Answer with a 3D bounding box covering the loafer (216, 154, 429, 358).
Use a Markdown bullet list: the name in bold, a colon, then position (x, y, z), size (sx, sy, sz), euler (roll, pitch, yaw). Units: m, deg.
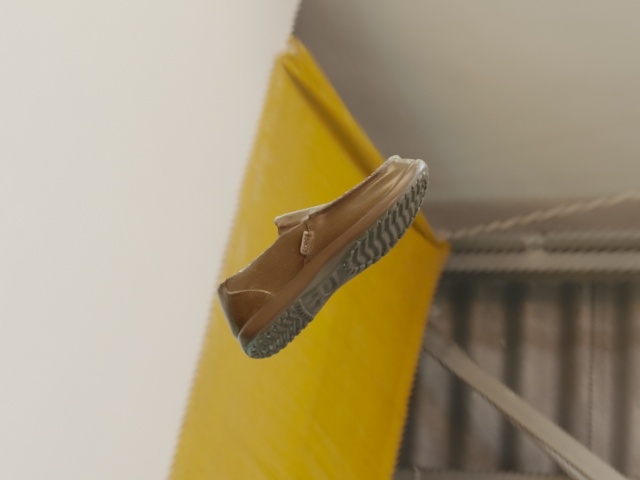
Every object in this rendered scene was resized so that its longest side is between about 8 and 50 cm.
- **loafer**: position (0.000, 0.000, 0.891), size (0.148, 0.056, 0.050), euler (-43, -110, -15)
